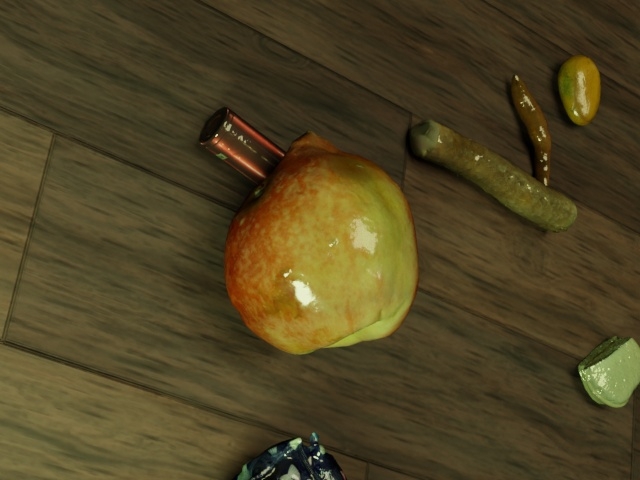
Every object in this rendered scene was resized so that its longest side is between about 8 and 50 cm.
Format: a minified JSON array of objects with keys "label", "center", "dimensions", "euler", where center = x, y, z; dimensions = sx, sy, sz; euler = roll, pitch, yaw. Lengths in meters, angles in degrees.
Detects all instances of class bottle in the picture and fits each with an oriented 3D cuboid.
[{"label":"bottle","center":[-0.069,-0.097,1.527],"dimensions":[0.164,0.060,0.060],"euler":[36,57,-26]}]

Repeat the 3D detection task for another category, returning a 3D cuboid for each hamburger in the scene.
[{"label":"hamburger","center":[0.434,0.202,1.843],"dimensions":[0.121,0.054,0.084],"euler":[-29,99,-38]}]

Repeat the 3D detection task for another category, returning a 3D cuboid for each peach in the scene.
[{"label":"peach","center":[0.000,0.000,1.447],"dimensions":[0.232,0.232,0.257],"euler":[-9,79,-40]}]

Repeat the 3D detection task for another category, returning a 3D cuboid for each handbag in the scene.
[{"label":"handbag","center":[-0.016,0.355,1.395],"dimensions":[0.162,0.113,0.260],"euler":[-24,94,-34]}]

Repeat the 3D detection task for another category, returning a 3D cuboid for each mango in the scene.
[{"label":"mango","center":[0.410,-0.237,1.954],"dimensions":[0.079,0.057,0.114],"euler":[11,73,-44]}]

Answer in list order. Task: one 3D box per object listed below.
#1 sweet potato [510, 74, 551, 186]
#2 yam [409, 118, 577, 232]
[{"label":"sweet potato","center":[0.325,-0.167,1.875],"dimensions":[0.044,0.044,0.179],"euler":[-14,85,-40]},{"label":"yam","center":[0.250,-0.091,1.779],"dimensions":[0.299,0.066,0.066],"euler":[27,61,-28]}]
